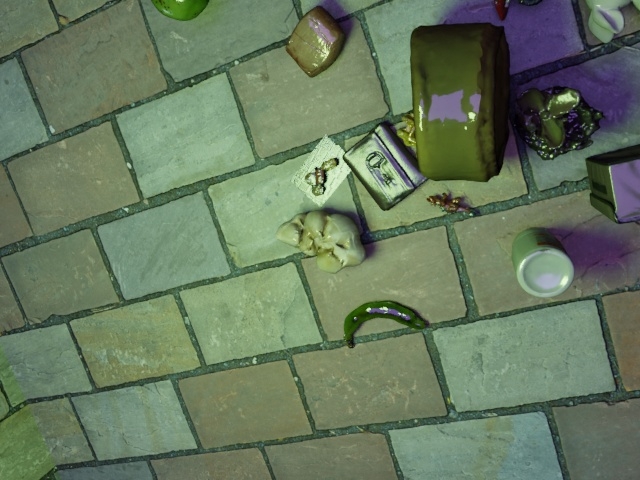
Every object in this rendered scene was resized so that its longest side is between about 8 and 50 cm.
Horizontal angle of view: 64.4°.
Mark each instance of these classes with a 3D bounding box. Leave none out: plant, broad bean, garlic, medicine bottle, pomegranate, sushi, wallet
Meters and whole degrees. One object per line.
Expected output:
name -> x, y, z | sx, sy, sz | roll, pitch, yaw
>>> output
plant -> 0.606, -0.309, 1.314 | 0.178, 0.234, 0.204 | -36, 86, 16
broad bean -> 0.192, 0.266, 1.683 | 0.292, 0.049, 0.144 | -21, 104, 23
garlic -> 0.013, -0.011, 1.583 | 0.281, 0.203, 0.184 | 34, 92, 10
medicine bottle -> 0.599, 0.051, 1.394 | 0.145, 0.252, 0.144 | 4, 106, 12
pomegranate -> -0.403, -0.746, 1.497 | 0.182, 0.224, 0.181 | 5, 123, 8
sushi -> 0.005, -0.218, 1.616 | 0.139, 0.031, 0.201 | 41, 111, 4
wallet -> 0.195, -0.224, 1.550 | 0.182, 0.049, 0.229 | -38, 90, 22

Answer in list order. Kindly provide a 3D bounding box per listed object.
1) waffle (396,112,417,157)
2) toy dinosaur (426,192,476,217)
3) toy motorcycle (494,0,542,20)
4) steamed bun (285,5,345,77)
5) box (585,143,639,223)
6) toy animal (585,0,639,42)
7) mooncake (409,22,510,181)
waffle -> 0.377, -0.351, 1.458 | 0.301, 0.058, 0.281 | -39, 90, 22
toy dinosaur -> 0.391, -0.102, 1.520 | 0.154, 0.049, 0.055 | 22, 143, 10
toy motorcycle -> 0.484, -0.733, 1.289 | 0.171, 0.089, 0.297 | -7, 106, 48
steamed bun -> -0.008, -0.578, 1.492 | 0.145, 0.106, 0.175 | 44, 125, -4
box -> 0.796, -0.153, 1.279 | 0.189, 0.252, 0.153 | -12, 99, 20
toy animal -> 0.758, -0.598, 1.243 | 0.193, 0.127, 0.178 | -15, 101, 17
mooncake -> 0.360, -0.347, 1.314 | 0.247, 0.392, 0.394 | 0, 145, 20
